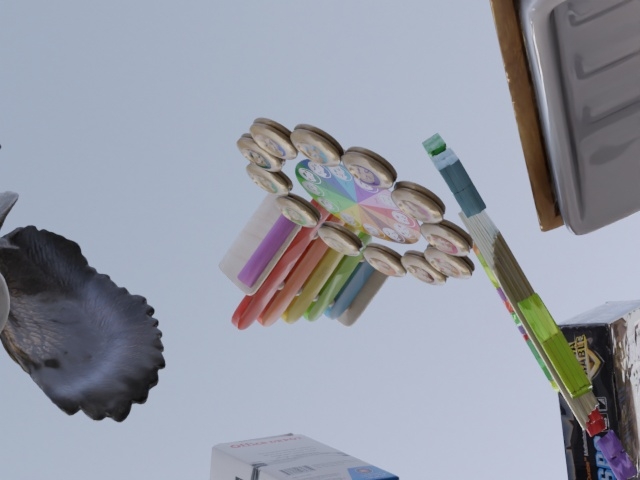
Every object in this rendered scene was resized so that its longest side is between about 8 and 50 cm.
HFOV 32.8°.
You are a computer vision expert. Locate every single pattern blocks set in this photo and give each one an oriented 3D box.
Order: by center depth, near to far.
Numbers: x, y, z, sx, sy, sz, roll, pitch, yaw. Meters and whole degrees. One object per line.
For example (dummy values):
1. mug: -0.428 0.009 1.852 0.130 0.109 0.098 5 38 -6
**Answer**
1. pattern blocks set: 0.171 0.057 0.907 0.026 0.285 0.325 -30 -85 6

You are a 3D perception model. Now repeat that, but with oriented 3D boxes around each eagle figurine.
1. eagle figurine: -0.293 0.061 0.918 0.225 0.226 0.298 -29 -96 -37

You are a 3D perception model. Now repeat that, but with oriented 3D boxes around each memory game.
1. memory game: 0.023 -0.022 0.744 0.186 0.186 0.012 47 -114 -40

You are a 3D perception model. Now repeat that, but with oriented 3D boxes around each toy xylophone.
1. toy xylophone: 0.000 0.000 1.345 0.236 0.081 0.322 -58 -27 12

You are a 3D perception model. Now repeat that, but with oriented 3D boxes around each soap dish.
1. soap dish: 0.252 -0.156 0.877 0.229 0.118 0.291 -24 -42 0

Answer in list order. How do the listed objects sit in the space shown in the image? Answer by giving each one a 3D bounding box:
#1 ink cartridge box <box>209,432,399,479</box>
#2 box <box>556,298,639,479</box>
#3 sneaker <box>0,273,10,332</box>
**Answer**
1. ink cartridge box: -0.025 0.313 1.359 0.148 0.203 0.086 0 -84 -38
2. box: 0.348 0.226 1.268 0.295 0.073 0.293 -7 -91 -65
3. sneaker: -0.331 0.073 0.753 0.232 0.115 0.090 -17 -83 -17
